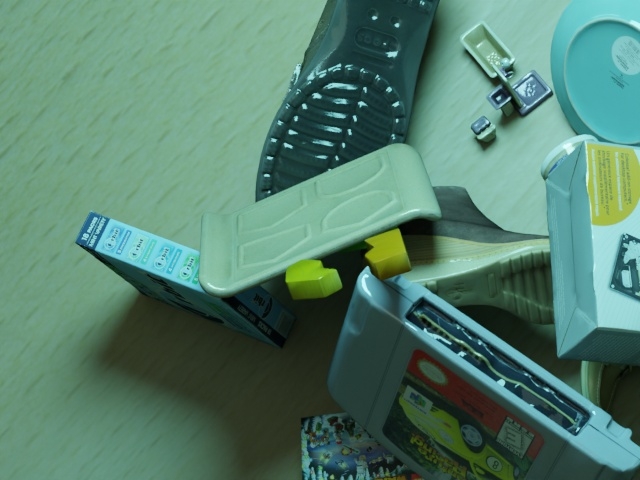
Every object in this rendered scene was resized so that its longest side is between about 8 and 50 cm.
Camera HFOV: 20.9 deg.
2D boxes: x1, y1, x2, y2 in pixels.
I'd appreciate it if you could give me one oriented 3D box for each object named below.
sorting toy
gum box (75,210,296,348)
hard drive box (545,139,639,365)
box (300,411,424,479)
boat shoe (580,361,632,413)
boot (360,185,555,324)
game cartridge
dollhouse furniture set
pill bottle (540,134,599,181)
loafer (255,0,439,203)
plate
[{"bbox_3d":[0.000,0.000,1.607,0.229,0.041,0.307,-19,19,4],"label":"sorting toy"},{"bbox_3d":[-0.136,0.041,1.764,0.184,0.157,0.041,19,77,28],"label":"gum box"},{"bbox_3d":[0.328,0.019,1.550,0.232,0.089,0.181,6,67,-16],"label":"hard drive box"},{"bbox_3d":[0.048,0.212,1.691,0.137,0.027,0.094,-10,67,19],"label":"box"},{"bbox_3d":[0.276,0.102,1.627,0.045,0.050,0.135,2,70,29],"label":"boat shoe"},{"bbox_3d":[0.159,-0.005,1.673,0.248,0.090,0.207,-3,30,-4],"label":"boot"},{"bbox_3d":[0.138,0.163,1.566,0.294,0.196,0.060,34,58,15],"label":"game cartridge"},{"bbox_3d":[0.162,-0.177,1.771,0.091,0.081,0.114,-38,60,4],"label":"dollhouse furniture set"},{"bbox_3d":[0.270,-0.039,1.678,0.067,0.067,0.120,-34,60,7],"label":"pill bottle"},{"bbox_3d":[0.039,-0.164,1.813,0.133,0.130,0.366,24,89,-5],"label":"loafer"},{"bbox_3d":[0.291,-0.156,1.668,0.024,0.188,0.188,-25,50,-39],"label":"plate"}]
